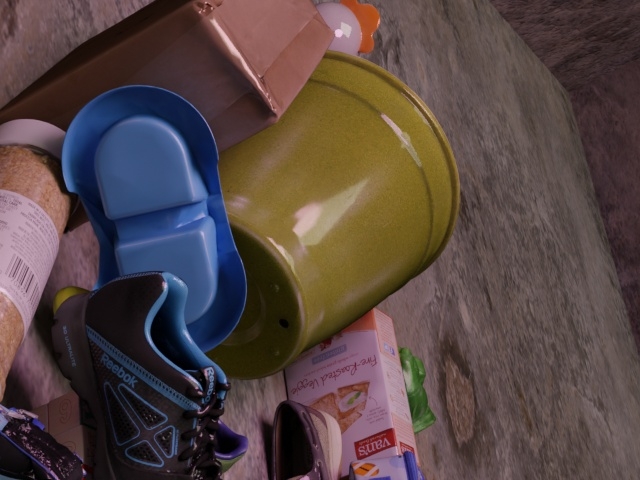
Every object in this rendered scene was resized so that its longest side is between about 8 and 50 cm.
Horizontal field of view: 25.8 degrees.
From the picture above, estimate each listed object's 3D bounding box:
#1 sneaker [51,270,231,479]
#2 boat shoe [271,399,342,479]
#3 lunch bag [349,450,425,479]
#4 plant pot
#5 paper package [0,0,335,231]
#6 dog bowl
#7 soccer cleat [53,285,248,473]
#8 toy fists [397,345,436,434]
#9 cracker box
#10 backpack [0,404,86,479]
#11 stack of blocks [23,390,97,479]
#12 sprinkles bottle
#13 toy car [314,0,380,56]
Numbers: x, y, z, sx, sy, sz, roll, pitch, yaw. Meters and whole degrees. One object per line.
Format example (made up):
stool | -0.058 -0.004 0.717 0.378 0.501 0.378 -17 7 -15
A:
sneaker | -0.152 0.195 1.378 0.125 0.139 0.341 -10 77 -66
boat shoe | -0.023 0.330 1.777 0.092 0.103 0.285 33 39 -33
lunch bag | 0.103 0.425 1.734 0.303 0.114 0.243 -100 -178 -53
plant pot | -0.054 -0.012 1.791 0.366 0.366 0.353 59 37 -13
paper package | -0.178 -0.194 1.683 0.168 0.324 0.309 57 26 -15
dog bowl | -0.174 -0.022 1.507 0.074 0.165 0.297 -82 160 -79
soccer cleat | -0.189 0.153 1.578 0.289 0.121 0.093 55 27 -20
toy fists | 0.099 0.235 2.092 0.142 0.096 0.279 66 21 1
cracker box | 0.038 0.223 1.919 0.067 0.155 0.232 34 38 -49
backpack | -0.319 0.208 1.242 0.173 0.158 0.117 39 13 -1
stack of blocks | -0.236 0.304 1.382 0.171 0.087 0.297 35 37 -47
sprinkles bottle | -0.333 0.020 1.418 0.121 0.121 0.355 50 28 -28
toy car | -0.003 -0.288 2.225 0.219 0.238 0.210 -5 71 -64
